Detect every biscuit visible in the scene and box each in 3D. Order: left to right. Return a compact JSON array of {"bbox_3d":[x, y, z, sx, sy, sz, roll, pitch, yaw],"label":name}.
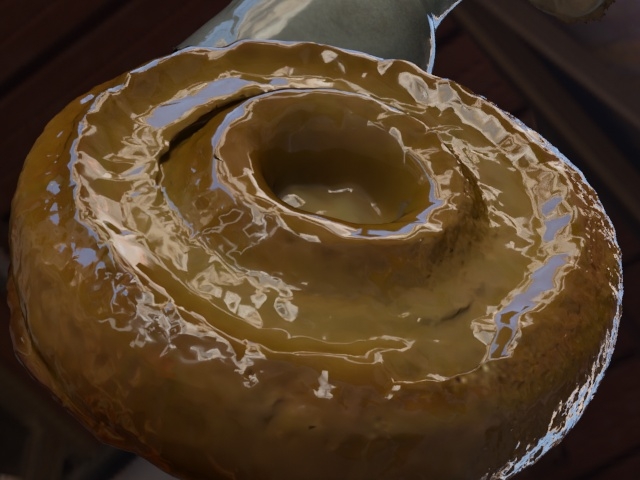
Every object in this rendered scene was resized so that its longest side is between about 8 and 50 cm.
[{"bbox_3d":[0.000,0.000,0.791,0.296,0.296,0.102,5,-52,-5],"label":"biscuit"}]

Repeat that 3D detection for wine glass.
[{"bbox_3d":[0.051,-0.149,1.126,0.321,0.143,0.143,-30,-54,-26],"label":"wine glass"}]
